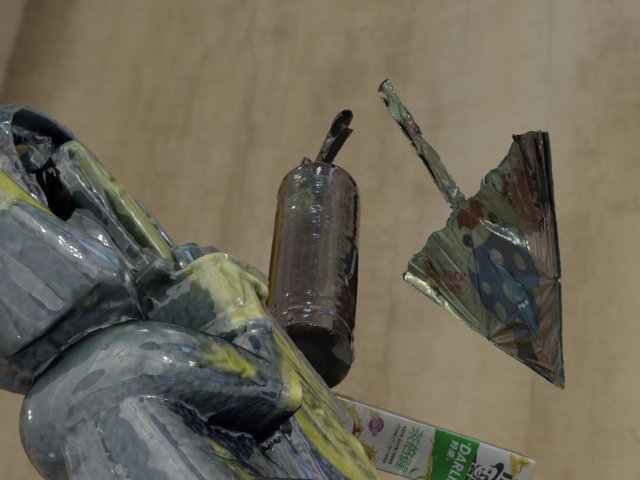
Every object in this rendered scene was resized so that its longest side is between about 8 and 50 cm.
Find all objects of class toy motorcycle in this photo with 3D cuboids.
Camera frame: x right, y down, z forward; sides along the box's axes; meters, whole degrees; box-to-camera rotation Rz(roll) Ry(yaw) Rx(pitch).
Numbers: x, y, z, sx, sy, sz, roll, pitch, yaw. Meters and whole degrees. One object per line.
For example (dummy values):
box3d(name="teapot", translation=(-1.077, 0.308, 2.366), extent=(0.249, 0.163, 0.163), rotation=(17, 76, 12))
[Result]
box3d(name="toy motorcycle", translation=(-0.023, 0.053, 0.366), extent=(0.061, 0.193, 0.124), rotation=(-35, 13, 13))

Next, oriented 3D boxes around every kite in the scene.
box3d(name="kite", translation=(0.134, -0.012, 1.410), extent=(0.011, 0.335, 0.314), rotation=(-22, 75, -25))

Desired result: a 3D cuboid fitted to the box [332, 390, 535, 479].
box3d(name="box", translation=(0.075, 0.168, 1.324), extent=(0.050, 0.207, 0.041), rotation=(-69, 22, 2))

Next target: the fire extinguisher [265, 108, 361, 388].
box3d(name="fire extinguisher", translation=(0.000, 0.000, 1.304), extent=(0.072, 0.089, 0.267), rotation=(21, 37, -12))
